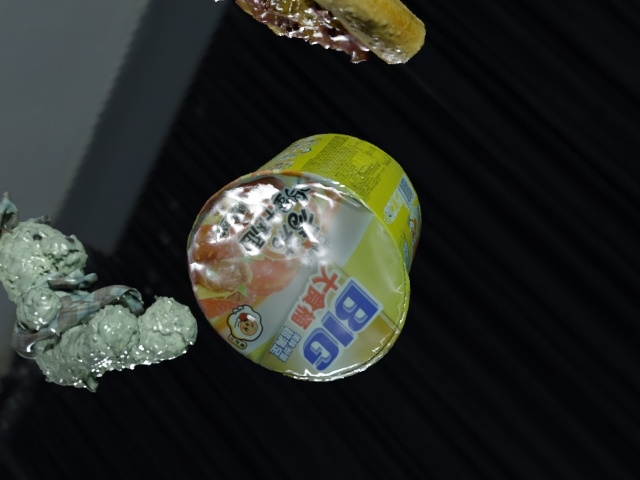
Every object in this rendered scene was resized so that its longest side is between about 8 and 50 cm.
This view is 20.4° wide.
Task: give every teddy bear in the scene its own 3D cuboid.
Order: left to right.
[{"bbox_3d":[-0.207,0.059,1.467,0.133,0.213,0.111,9,112,-52],"label":"teddy bear"}]

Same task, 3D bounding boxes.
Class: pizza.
[{"bbox_3d":[-0.039,-0.261,1.865,0.289,0.229,0.081,29,83,-14],"label":"pizza"}]

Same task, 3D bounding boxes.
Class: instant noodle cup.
[{"bbox_3d":[0.000,0.000,1.596,0.205,0.205,0.153,-65,176,32],"label":"instant noodle cup"}]
